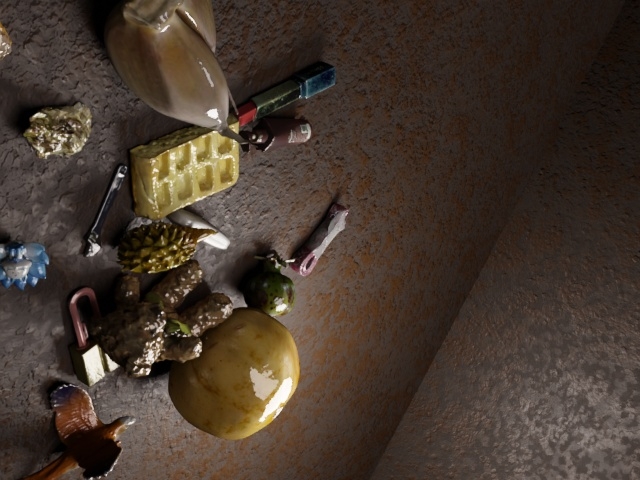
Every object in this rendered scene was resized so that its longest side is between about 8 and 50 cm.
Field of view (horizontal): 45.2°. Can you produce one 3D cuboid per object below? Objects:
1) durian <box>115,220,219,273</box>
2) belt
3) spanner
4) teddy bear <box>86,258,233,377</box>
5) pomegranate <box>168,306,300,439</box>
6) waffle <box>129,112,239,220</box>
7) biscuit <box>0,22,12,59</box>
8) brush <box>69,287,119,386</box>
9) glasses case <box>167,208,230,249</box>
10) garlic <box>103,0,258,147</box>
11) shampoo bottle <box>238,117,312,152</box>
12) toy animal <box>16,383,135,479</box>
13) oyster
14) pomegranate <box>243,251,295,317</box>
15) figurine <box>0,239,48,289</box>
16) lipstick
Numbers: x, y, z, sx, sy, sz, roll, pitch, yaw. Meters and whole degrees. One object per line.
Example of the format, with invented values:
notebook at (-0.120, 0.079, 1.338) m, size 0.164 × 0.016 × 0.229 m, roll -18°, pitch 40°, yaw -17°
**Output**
durian at (-0.320, -0.003, 1.614) m, size 0.224 × 0.140 × 0.078 m, roll -21°, pitch 121°, yaw -25°
belt at (0.000, 0.000, 2.180) m, size 0.232 × 0.053 × 0.071 m, roll -53°, pitch 140°, yaw -12°
spanner at (-0.435, -0.059, 1.556) m, size 0.046 × 0.012 × 0.208 m, roll 13°, pitch 103°, yaw -58°
teddy bear at (-0.342, 0.157, 1.661) m, size 0.296 × 0.246 × 0.222 m, roll -41°, pitch 175°, yaw -19°
pomegranate at (-0.219, 0.304, 1.895) m, size 0.342 × 0.342 × 0.342 m, roll -35°, pitch 140°, yaw -35°
waffle at (-0.281, -0.158, 1.649) m, size 0.274 × 0.057 × 0.168 m, roll -30°, pitch 138°, yaw -39°
biscuit at (-0.625, -0.224, 1.113) m, size 0.379 × 0.054 × 0.094 m, roll -43°, pitch 144°, yaw -26°
brush at (-0.491, 0.199, 1.652) m, size 0.103 × 0.047 × 0.233 m, roll -35°, pitch 138°, yaw -38°
glasses case at (-0.275, -0.026, 1.748) m, size 0.049 × 0.074 × 0.193 m, roll -59°, pitch 148°, yaw -3°
garlic at (-0.237, -0.353, 1.393) m, size 0.231 × 0.246 × 0.340 m, roll -59°, pitch 135°, yaw -24°
shampoo bottle at (-0.107, -0.246, 1.797) m, size 0.067 × 0.068 × 0.236 m, roll -31°, pitch 172°, yaw 34°
toy animal at (-0.559, 0.502, 1.731) m, size 0.284 × 0.225 × 0.302 m, roll -41°, pitch 160°, yaw 4°
oyster at (-0.470, -0.189, 1.368) m, size 0.166 × 0.053 × 0.108 m, roll -14°, pitch 137°, yaw -58°
pomegranate at (-0.127, 0.124, 2.025) m, size 0.148 × 0.148 × 0.169 m, roll -1°, pitch 109°, yaw -54°
figurine at (-0.555, 0.050, 1.409) m, size 0.114 × 0.079 × 0.114 m, roll -11°, pitch 121°, yaw -20°
lipstick at (-0.089, -0.339, 1.786) m, size 0.312 × 0.051 × 0.051 m, roll -33°, pitch 141°, yaw -34°
